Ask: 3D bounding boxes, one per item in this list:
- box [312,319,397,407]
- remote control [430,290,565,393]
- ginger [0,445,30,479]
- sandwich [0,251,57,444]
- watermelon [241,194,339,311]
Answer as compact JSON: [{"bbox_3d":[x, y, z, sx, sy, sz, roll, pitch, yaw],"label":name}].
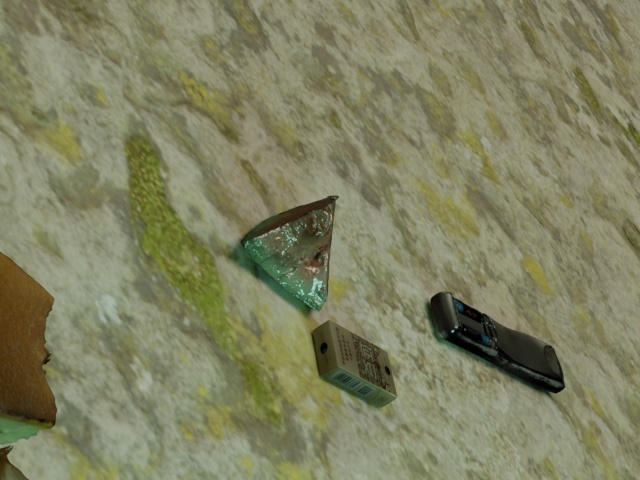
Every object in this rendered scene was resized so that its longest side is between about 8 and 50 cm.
[{"bbox_3d":[0.031,0.111,1.568,0.083,0.024,0.053,28,37,-39],"label":"box"},{"bbox_3d":[0.187,0.107,1.822,0.212,0.028,0.059,26,37,-43],"label":"remote control"},{"bbox_3d":[-0.253,0.130,0.857,0.418,0.254,0.176,32,37,-47],"label":"ginger"},{"bbox_3d":[-0.256,0.078,1.041,0.186,0.108,0.220,45,26,-18],"label":"sandwich"},{"bbox_3d":[-0.008,0.003,1.590,0.101,0.080,0.155,58,10,-14],"label":"watermelon"}]
